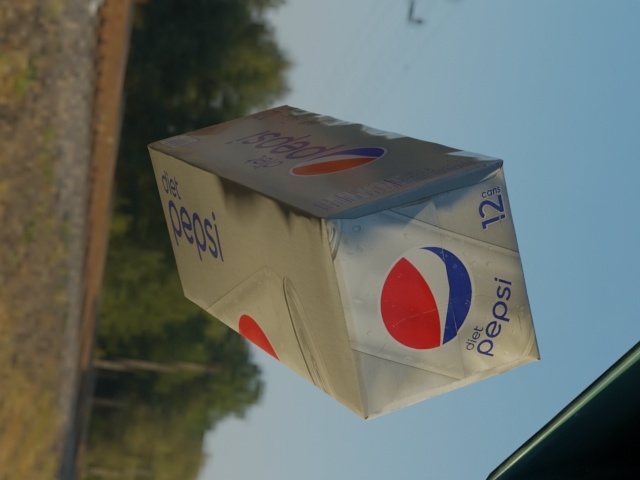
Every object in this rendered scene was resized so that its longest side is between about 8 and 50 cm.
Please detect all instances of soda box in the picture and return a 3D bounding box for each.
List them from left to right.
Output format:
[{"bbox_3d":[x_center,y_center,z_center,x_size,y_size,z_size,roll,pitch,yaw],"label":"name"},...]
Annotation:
[{"bbox_3d":[0.000,0.000,0.861,0.286,0.091,0.098,-155,-130,-67],"label":"soda box"}]

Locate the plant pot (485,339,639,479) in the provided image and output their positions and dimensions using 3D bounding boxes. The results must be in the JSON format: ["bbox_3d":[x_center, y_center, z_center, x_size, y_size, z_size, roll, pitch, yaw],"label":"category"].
[{"bbox_3d":[0.226,0.112,0.730,0.165,0.234,0.166,-47,-116,28],"label":"plant pot"}]
